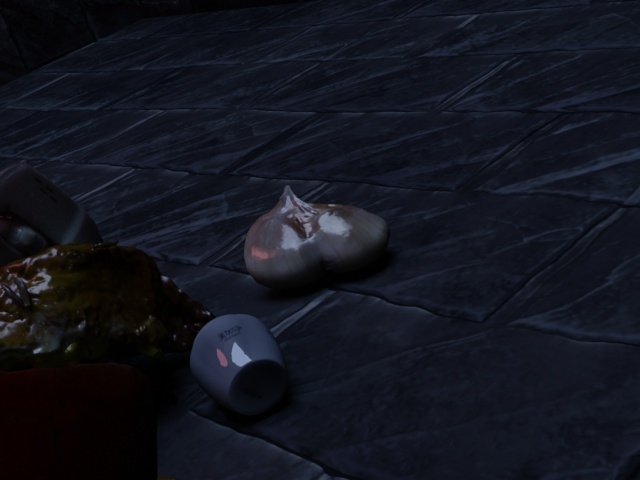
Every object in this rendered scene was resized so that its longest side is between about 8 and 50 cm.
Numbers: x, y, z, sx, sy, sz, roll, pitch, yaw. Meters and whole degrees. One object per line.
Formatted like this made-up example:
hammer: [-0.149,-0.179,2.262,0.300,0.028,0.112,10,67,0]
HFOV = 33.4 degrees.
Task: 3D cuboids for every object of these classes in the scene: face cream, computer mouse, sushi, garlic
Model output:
face cream: [-0.080,0.125,1.070,0.091,0.091,0.095,-26,31,-16]
computer mouse: [-0.318,0.028,1.200,0.115,0.389,0.199,10,68,9]
sushi: [-0.244,0.097,1.105,0.167,0.179,0.296,-18,-11,25]
garlic: [-0.003,0.000,1.290,0.174,0.099,0.124,-12,39,14]

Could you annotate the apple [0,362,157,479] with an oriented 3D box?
apple: [-0.301,0.181,0.740,0.365,0.328,0.295,15,15,-36]

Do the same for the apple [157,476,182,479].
apple: [-0.132,0.239,0.873,0.089,0.074,0.089,-17,24,8]
